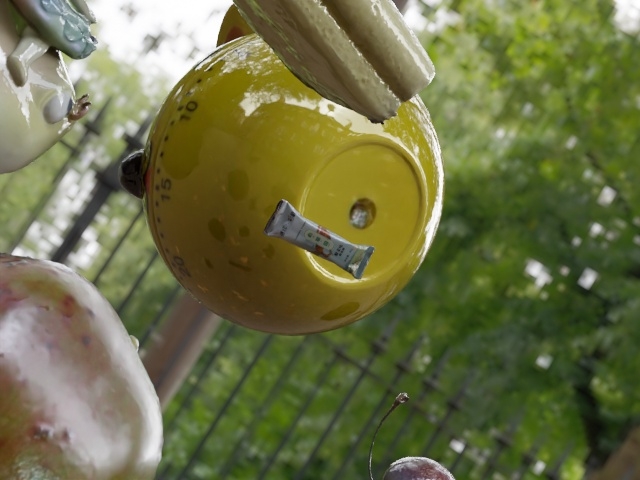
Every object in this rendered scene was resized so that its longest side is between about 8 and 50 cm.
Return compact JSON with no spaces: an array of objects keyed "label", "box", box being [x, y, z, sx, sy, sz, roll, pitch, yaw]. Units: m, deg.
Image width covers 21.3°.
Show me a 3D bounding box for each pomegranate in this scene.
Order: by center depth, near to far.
[{"label":"pomegranate","box":[-0.164,0.100,0.900,0.198,0.198,0.246,25,11,34]}]

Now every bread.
[{"label":"bread","box":[-0.021,-0.151,0.949,0.178,0.060,0.139,50,-8,-23]}]

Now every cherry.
[{"label":"cherry","box":[0.127,0.296,1.969,0.115,0.188,0.148,8,29,-37]}]

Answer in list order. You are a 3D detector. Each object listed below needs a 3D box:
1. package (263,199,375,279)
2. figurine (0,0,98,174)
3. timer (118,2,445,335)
[{"label":"package","box":[0.000,0.000,1.597,0.110,0.037,0.015,27,6,-24]},{"label":"figurine","box":[-0.297,-0.259,1.738,0.274,0.394,0.226,45,7,-26]},{"label":"timer","box":[-0.053,-0.071,1.904,0.376,0.376,0.387,39,-7,-30]}]
